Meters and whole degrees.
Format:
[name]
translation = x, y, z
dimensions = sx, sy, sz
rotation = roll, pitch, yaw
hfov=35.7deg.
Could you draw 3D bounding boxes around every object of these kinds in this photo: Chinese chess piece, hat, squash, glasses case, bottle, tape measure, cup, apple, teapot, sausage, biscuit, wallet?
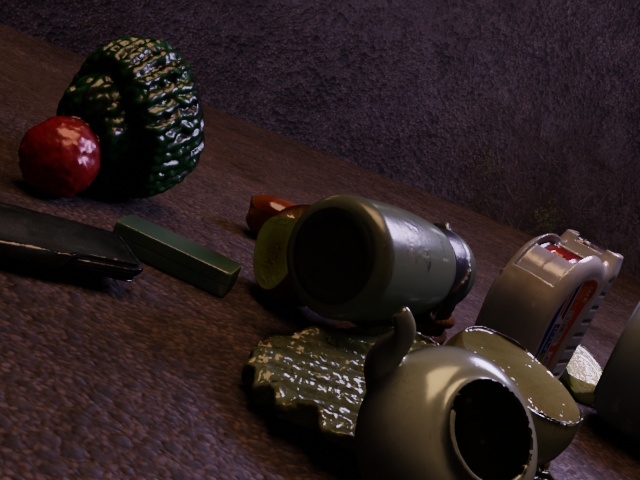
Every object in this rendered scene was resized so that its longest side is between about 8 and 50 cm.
[Chinese chess piece]
translation = 0.222, 0.188, 1.201
dimensions = 0.188, 0.083, 0.188
rotation = 31, 19, -12
[hat]
translation = -0.359, -0.171, 1.606
dimensions = 0.242, 0.274, 0.332
rotation = 19, 36, 30
[squash]
translation = 0.434, 0.212, 1.769
dimensions = 0.090, 0.075, 0.200
rotation = -6, 21, -18
[glasses case]
translation = -0.209, 0.021, 1.438
dimensions = 0.184, 0.039, 0.078
rotation = 25, 12, 4
[bottle]
translation = 0.107, 0.036, 1.422
dimensions = 0.168, 0.169, 0.347
rotation = 31, 11, 32
[tape measure]
translation = 0.356, 0.110, 1.611
dimensions = 0.130, 0.258, 0.265
rotation = 34, 15, 32
[cup]
translation = 0.602, 0.250, 1.611
dimensions = 0.274, 0.259, 0.357
rotation = 28, -18, 19
[apple]
translation = -0.028, 0.021, 1.492
dimensions = 0.146, 0.147, 0.163
rotation = 2, 7, 37
[teapot]
translation = 0.130, 0.197, 0.965
dimensions = 0.294, 0.129, 0.193
rotation = 52, 51, -6
[sausage]
translation = 0.000, 0.000, 1.835
dimensions = 0.300, 0.083, 0.089
rotation = 26, 11, -3
[biscuit]
translation = 0.120, 0.105, 1.653
dimensions = 0.220, 0.066, 0.220
rotation = 24, 9, -4
[wallet]
translation = -0.383, -0.011, 1.227
dimensions = 0.317, 0.045, 0.172
rotation = 16, 12, -32

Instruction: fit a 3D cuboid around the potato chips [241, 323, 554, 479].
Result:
[potato chips]
translation = 0.095, 0.196, 1.204
dimensions = 0.429, 0.070, 0.358
rotation = 17, 16, -29
